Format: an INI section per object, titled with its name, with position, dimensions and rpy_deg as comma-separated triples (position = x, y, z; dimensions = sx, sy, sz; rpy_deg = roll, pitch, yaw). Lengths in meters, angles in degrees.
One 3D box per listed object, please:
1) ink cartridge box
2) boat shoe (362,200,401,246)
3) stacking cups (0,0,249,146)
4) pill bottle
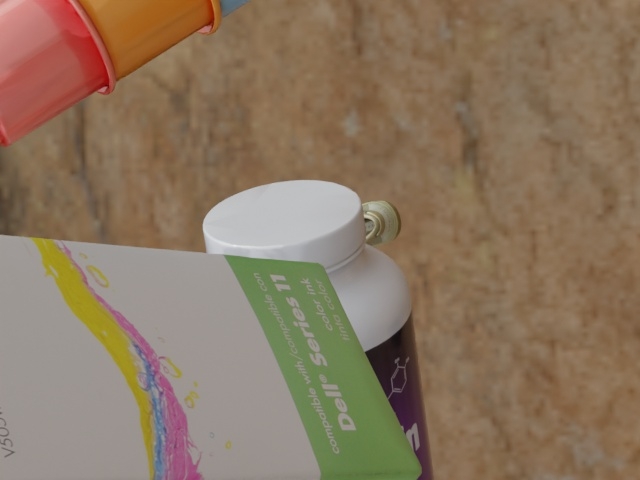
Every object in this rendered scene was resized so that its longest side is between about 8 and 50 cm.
[ink cartridge box]
position = -0.157, 0.097, 0.709
dimensions = 0.207, 0.353, 0.119
rpy_deg = -41, 61, 31
[boat shoe]
position = 0.001, 0.002, 1.662
dimensions = 0.153, 0.048, 0.056
rpy_deg = -16, 89, 30
[stacking cups]
position = -0.048, -0.156, 0.882
dimensions = 0.096, 0.316, 0.096
rpy_deg = 45, 158, 24
[pill bottle]
position = -0.008, 0.124, 1.434
dimensions = 0.181, 0.181, 0.323
rpy_deg = 32, 136, 55
